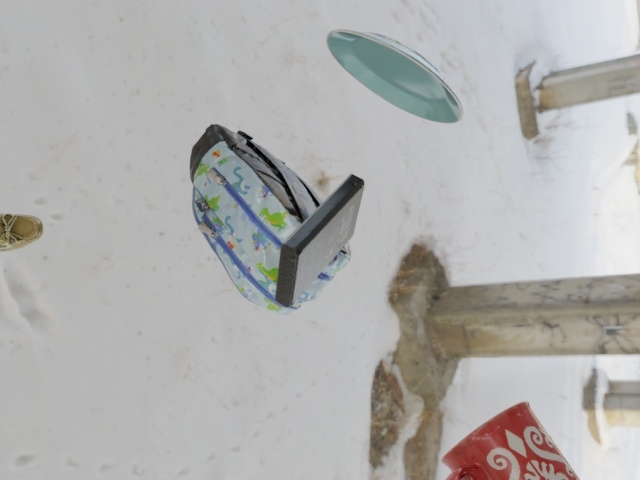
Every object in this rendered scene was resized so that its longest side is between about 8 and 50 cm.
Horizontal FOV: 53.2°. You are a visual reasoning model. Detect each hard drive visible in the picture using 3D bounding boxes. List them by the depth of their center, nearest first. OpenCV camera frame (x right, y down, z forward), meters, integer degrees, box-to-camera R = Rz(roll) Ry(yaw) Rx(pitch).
[{"bbox_3d":[0.000,0.000,0.692,0.135,0.022,0.094,-48,159,-39],"label":"hard drive"}]

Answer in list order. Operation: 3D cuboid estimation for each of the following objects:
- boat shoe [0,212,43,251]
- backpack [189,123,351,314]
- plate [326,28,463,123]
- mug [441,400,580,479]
[{"bbox_3d":[-0.487,-0.012,0.930,0.153,0.048,0.056,-2,85,-18],"label":"boat shoe"},{"bbox_3d":[-0.095,-0.029,1.238,0.273,0.356,0.290,-56,141,-4],"label":"backpack"},{"bbox_3d":[0.092,-0.199,0.759,0.024,0.188,0.188,-58,144,-2],"label":"plate"},{"bbox_3d":[0.204,0.274,0.646,0.169,0.150,0.113,55,-22,27],"label":"mug"}]
